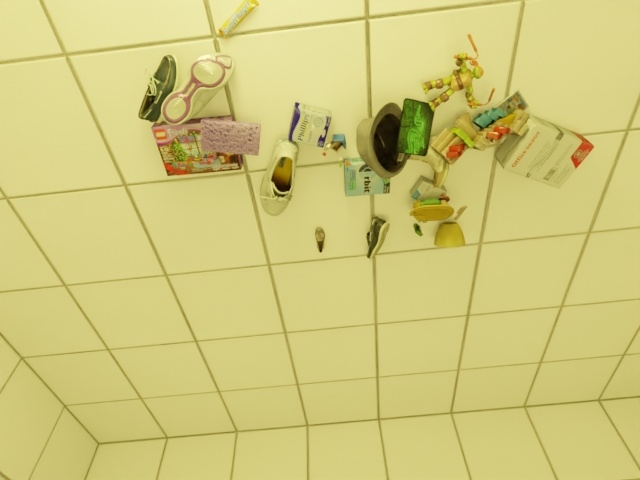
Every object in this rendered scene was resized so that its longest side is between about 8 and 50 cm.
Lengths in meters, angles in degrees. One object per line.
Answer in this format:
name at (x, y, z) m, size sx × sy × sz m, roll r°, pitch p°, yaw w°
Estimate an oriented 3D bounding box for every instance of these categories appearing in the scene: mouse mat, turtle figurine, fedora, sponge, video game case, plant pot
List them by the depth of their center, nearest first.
turtle figurine at (0.463, -0.553, 1.429) m, size 0.217 × 0.087 × 0.270 m, roll -21°, pitch 135°, yaw 19°
sponge at (-0.323, -0.372, 1.501) m, size 0.209 × 0.031 × 0.117 m, roll 4°, pitch 127°, yaw -9°
mouse mat at (0.346, -0.408, 1.509) m, size 0.152 × 0.007 × 0.190 m, roll 0°, pitch 104°, yaw -30°
fedora at (0.213, -0.359, 1.513) m, size 0.124 × 0.244 × 0.275 m, roll 16°, pitch 159°, yaw 43°
video game case at (0.695, -0.486, 1.540) m, size 0.122 × 0.011 × 0.087 m, roll -37°, pitch 120°, yaw 24°
plant pot at (0.567, -0.030, 1.831) m, size 0.134 × 0.134 × 0.096 m, roll -5°, pitch 102°, yaw 1°

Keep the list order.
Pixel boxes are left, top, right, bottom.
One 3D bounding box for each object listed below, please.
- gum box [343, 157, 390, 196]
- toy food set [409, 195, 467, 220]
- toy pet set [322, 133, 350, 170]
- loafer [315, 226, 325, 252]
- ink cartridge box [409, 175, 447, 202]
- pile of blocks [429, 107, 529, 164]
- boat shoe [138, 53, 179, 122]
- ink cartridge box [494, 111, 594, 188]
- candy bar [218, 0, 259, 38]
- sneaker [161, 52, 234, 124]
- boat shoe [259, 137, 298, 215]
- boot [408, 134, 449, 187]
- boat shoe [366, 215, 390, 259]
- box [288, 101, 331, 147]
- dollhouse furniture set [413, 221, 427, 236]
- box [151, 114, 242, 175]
gum box at (0.188, -0.258, 1.678) m, size 0.184 × 0.041 × 0.157 m, roll -4°, pitch 128°, yaw 0°
toy food set at (0.473, -0.138, 1.709) m, size 0.217 × 0.071 × 0.128 m, roll -1°, pitch 155°, yaw 3°
toy pet set at (0.076, -0.342, 1.561) m, size 0.122 × 0.114 × 0.065 m, roll 29°, pitch 131°, yaw -23°
loafer at (0.000, 0.000, 1.872) m, size 0.045 × 0.039 × 0.125 m, roll -4°, pitch 128°, yaw 2°
ink cartridge box at (0.447, -0.202, 1.726) m, size 0.122 × 0.052 × 0.089 m, roll 20°, pitch 126°, yaw -16°
pile of blocks at (0.584, -0.396, 1.497) m, size 0.361 × 0.113 × 0.149 m, roll -25°, pitch 108°, yaw 4°
boat shoe at (-0.553, -0.513, 1.408) m, size 0.079 × 0.095 × 0.254 m, roll -5°, pitch 147°, yaw -45°
ink cartridge box at (0.848, -0.342, 1.595) m, size 0.272 × 0.114 × 0.197 m, roll 15°, pitch 127°, yaw -15°
candy bar at (-0.263, -0.708, 1.320) m, size 0.161 × 0.018 × 0.040 m, roll -35°, pitch 121°, yaw 22°
sneaker at (-0.417, -0.517, 1.414) m, size 0.305 × 0.152 × 0.114 m, roll -43°, pitch 105°, yaw 2°
boat shoe at (-0.159, -0.203, 1.618) m, size 0.135 × 0.157 × 0.367 m, roll 13°, pitch 135°, yaw -13°
boot at (0.417, -0.311, 1.623) m, size 0.164 × 0.077 × 0.214 m, roll 1°, pitch 121°, yaw -4°
boat shoe at (0.244, -0.008, 1.869) m, size 0.079 × 0.084 × 0.233 m, roll 32°, pitch 138°, yaw 21°
box at (-0.041, -0.421, 1.521) m, size 0.137 × 0.072 × 0.126 m, roll 10°, pitch 126°, yaw -10°
dollhouse furniture set at (0.471, -0.091, 1.809) m, size 0.076 × 0.059 × 0.151 m, roll 32°, pitch 120°, yaw -25°
box at (-0.457, -0.353, 1.564) m, size 0.292 × 0.057 × 0.201 m, roll -5°, pitch 127°, yaw 1°
